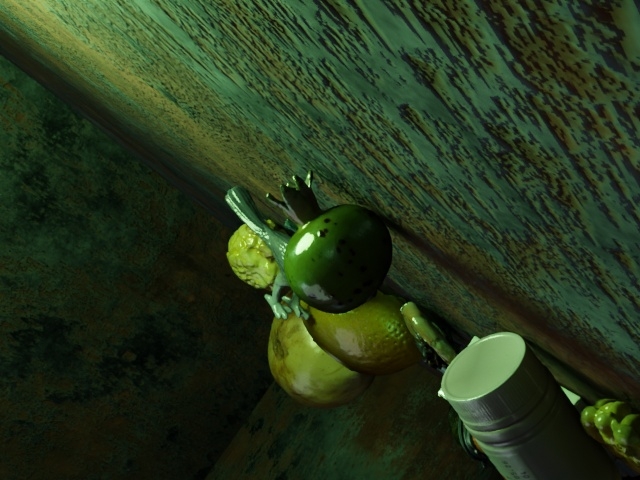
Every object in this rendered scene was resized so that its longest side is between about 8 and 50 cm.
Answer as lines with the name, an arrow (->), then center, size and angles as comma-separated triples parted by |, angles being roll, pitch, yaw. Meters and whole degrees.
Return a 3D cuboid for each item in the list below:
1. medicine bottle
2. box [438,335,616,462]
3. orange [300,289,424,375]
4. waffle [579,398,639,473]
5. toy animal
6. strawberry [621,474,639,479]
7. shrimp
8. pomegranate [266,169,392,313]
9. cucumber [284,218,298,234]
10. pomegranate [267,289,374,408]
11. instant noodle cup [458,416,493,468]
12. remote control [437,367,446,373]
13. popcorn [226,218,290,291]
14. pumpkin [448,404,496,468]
medicine bottle -> 0.274, 0.250, 1.066 | 0.250, 0.133, 0.133 | 53, 169, -18
box -> 0.344, 0.290, 1.328 | 0.203, 0.116, 0.274 | 28, 170, 42
orange -> 0.070, 0.152, 1.684 | 0.263, 0.196, 0.334 | 56, 171, -35
waffle -> 0.434, 0.278, 0.963 | 0.283, 0.065, 0.309 | 36, 179, 18
toy animal -> -0.049, 0.055, 1.550 | 0.367, 0.206, 0.081 | 30, -144, 35
strawberry -> 0.548, 0.491, 1.323 | 0.257, 0.257, 0.277 | 34, 158, 13
shrimp -> 0.231, 0.203, 1.457 | 0.178, 0.075, 0.289 | 52, 176, 35
pomegranate -> 0.005, 0.006, 0.923 | 0.159, 0.129, 0.129 | 41, 177, 17
cucumber -> 0.000, 0.000, 1.408 | 0.133, 0.032, 0.032 | 33, 174, 12
pomegranate -> 0.031, 0.264, 2.127 | 0.338, 0.338, 0.338 | 35, 175, 4
instant noodle cup -> 0.386, 0.375, 1.680 | 0.125, 0.177, 0.208 | 5, 121, 50
remote control -> 0.273, 0.287, 2.159 | 0.244, 0.047, 0.087 | 36, 178, 7
popcorn -> -0.123, 0.031, 1.870 | 0.180, 0.170, 0.180 | 51, -175, -6
pumpkin -> 0.432, 0.455, 2.023 | 0.237, 0.159, 0.238 | 24, -167, -6
